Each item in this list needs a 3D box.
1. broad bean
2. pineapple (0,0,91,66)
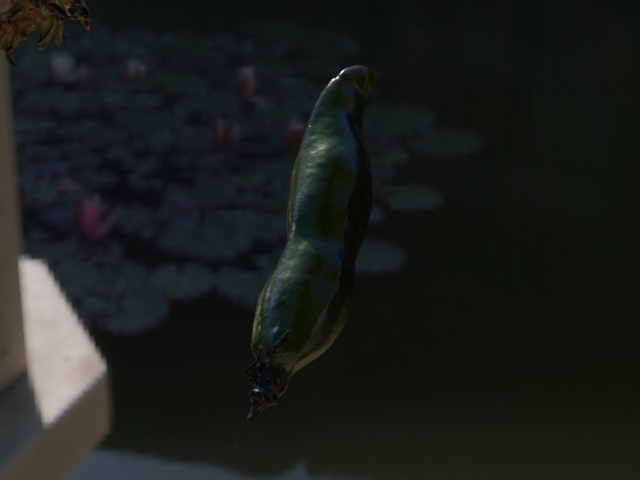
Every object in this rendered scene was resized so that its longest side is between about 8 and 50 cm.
[{"bbox_3d":[0.000,0.000,1.458,0.061,0.077,0.339,-28,38,43],"label":"broad bean"},{"bbox_3d":[-0.323,-0.169,1.163,0.272,0.262,0.262,-32,21,13],"label":"pineapple"}]
